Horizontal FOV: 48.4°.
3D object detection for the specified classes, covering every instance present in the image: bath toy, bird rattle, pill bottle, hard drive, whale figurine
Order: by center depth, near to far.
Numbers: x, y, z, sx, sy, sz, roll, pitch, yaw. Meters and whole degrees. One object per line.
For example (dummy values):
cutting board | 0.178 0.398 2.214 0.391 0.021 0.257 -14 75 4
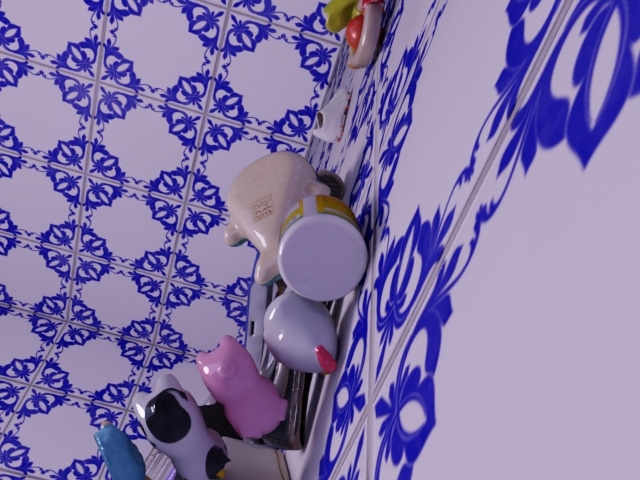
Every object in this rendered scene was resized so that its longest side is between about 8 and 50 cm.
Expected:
bath toy | -0.112 0.213 0.925 0.129 0.348 0.151 42 166 47
pill bottle | 0.000 0.000 1.000 0.208 0.118 0.117 -99 26 -76
whale figurine | -0.066 -0.030 1.266 0.141 0.216 0.272 48 -158 -46
bird rattle | 0.108 -0.477 1.531 0.253 0.143 0.206 -176 91 -71
hard drive | -0.134 0.125 1.610 0.318 0.040 0.210 -89 4 -69

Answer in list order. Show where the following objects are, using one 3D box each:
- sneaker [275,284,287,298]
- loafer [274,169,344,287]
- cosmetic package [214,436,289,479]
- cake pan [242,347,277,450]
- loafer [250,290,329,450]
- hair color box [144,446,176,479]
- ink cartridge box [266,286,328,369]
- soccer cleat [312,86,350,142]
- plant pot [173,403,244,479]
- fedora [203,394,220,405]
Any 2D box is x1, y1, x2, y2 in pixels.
sneaker | -0.068 0.098 1.685 0.185 0.070 0.084 -91 25 -50
loafer | -0.025 -0.025 1.456 0.268 0.102 0.092 -62 8 18
cosmetic package | -0.116 0.401 1.021 0.309 0.113 0.160 167 119 -83
cake pan | -0.088 0.286 1.364 0.293 0.054 0.293 -164 90 -84
loafer | -0.023 0.174 1.042 0.096 0.084 0.267 46 -121 -60
hair color box | -0.330 0.653 1.598 0.185 0.110 0.338 -62 -35 -57
ink cartridge box | -0.023 0.088 1.239 0.223 0.045 0.224 -87 22 -66
soccer cleat | 0.030 -0.336 1.858 0.068 0.076 0.196 114 171 -52
plant pot | -0.209 0.452 1.498 0.187 0.167 0.188 -86 15 -63
fedora | -0.210 0.407 1.670 0.275 0.124 0.244 -57 -4 7
